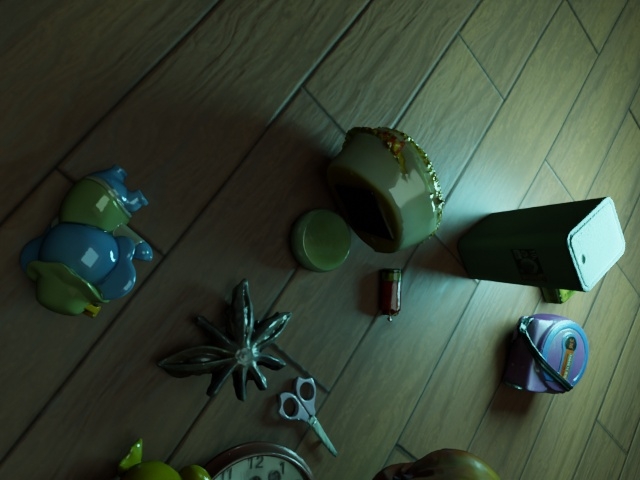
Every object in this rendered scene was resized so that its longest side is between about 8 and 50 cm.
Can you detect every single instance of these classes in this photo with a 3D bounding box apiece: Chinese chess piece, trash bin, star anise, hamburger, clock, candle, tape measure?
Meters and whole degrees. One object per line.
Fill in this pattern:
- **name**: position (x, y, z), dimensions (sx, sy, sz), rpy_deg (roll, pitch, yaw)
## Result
- **Chinese chess piece**: position (0.000, 0.000, 1.256), dimensions (0.144, 0.058, 0.144), rpy_deg (0, 90, -35)
- **trash bin**: position (0.560, 0.016, 1.456), dimensions (0.223, 0.343, 0.158), rpy_deg (-34, 106, -31)
- **star anise**: position (-0.166, 0.208, 1.116), dimensions (0.198, 0.110, 0.257), rpy_deg (43, 59, -9)
- **hamburger**: position (0.148, -0.115, 1.229), dimensions (0.179, 0.276, 0.294), rpy_deg (-35, 112, -18)
- **clock**: position (-0.144, 0.568, 1.133), dimensions (0.318, 0.080, 0.319), rpy_deg (2, 86, -28)
- **candle**: position (0.174, 0.134, 1.371), dimensions (0.052, 0.052, 0.131), rpy_deg (2, 88, -33)
- **tape measure**: position (0.650, 0.327, 1.633), dimensions (0.245, 0.149, 0.232), rpy_deg (16, 83, -25)

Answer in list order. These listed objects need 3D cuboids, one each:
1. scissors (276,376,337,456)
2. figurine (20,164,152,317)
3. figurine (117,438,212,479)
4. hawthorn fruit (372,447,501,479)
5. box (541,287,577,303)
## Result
- **scissors**: position (-0.019, 0.404, 1.253), dimensions (0.110, 0.021, 0.212), rpy_deg (-41, 110, -31)
- **figurine**: position (-0.379, 0.005, 0.950), dimensions (0.180, 0.154, 0.262), rpy_deg (39, 72, -15)
- **figurine**: position (-0.271, 0.480, 0.970), dimensions (0.215, 0.228, 0.215), rpy_deg (7, 90, -67)
- **hawthorn fruit**: position (0.242, 0.696, 1.167), dimensions (0.471, 0.471, 0.472), rpy_deg (1, 88, -34)
- **box**: position (0.733, 0.058, 1.733), dimensions (0.159, 0.071, 0.240), rpy_deg (-26, 103, -29)
